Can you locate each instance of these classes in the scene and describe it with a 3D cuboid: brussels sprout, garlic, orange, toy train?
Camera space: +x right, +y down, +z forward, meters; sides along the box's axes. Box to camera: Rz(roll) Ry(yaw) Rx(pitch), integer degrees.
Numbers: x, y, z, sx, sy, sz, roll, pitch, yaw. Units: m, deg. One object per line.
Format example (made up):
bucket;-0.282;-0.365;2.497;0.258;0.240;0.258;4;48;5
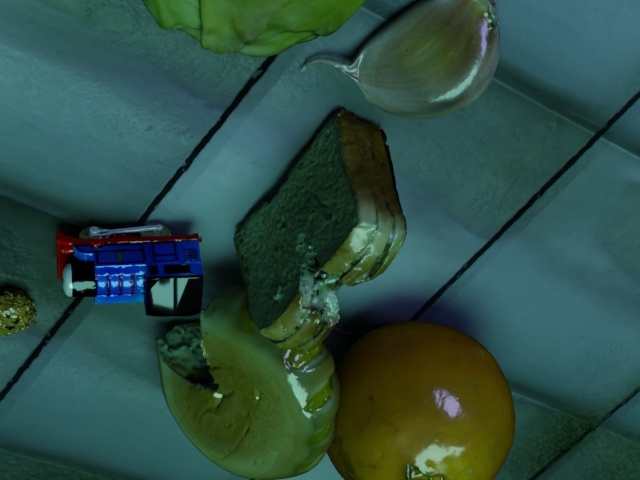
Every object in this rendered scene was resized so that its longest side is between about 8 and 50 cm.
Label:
brussels sprout;-0.061;-0.360;1.463;0.328;0.247;0.328;3;142;2
garlic;0.122;-0.223;1.740;0.266;0.148;0.128;-28;170;7
orange;0.152;0.276;2.082;0.312;0.312;0.312;-7;134;-7
toy train;-0.267;0.040;1.867;0.204;0.131;0.083;-2;134;-12

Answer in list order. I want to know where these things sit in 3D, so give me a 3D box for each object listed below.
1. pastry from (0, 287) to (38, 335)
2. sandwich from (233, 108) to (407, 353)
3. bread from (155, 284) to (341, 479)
pastry;-0.490;0.109;1.933;0.140;0.056;0.080;-15;146;-2
sandwich;-0.001;0.000;1.808;0.095;0.249;0.273;21;125;-30
bread;-0.094;0.215;2.000;0.333;0.160;0.333;21;130;28
